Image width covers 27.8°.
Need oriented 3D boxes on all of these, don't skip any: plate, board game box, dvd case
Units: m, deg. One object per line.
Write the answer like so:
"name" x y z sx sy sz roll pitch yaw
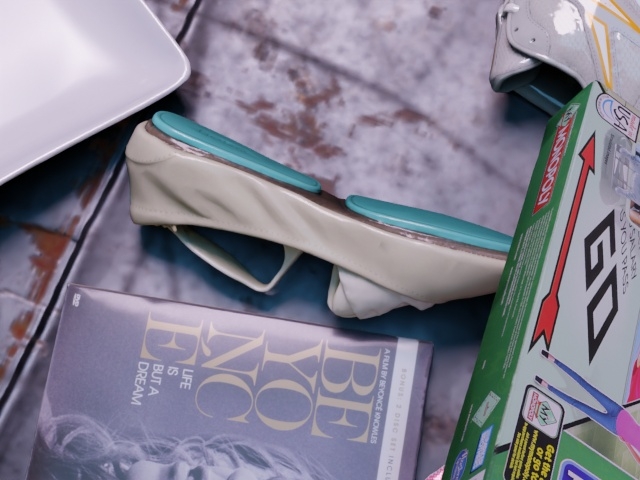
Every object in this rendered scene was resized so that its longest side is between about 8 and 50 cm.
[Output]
"plate" -0.265 -0.131 0.778 0.278 0.045 0.277 -33 79 -18
"board game box" 0.176 0.084 0.629 0.213 0.046 0.317 34 45 -10
"dvd case" -0.055 0.122 0.746 0.221 0.018 0.164 9 76 2

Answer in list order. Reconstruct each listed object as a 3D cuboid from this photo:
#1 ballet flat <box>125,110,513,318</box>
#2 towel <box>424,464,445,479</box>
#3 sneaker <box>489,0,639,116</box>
"ballet flat" 0.000 0.000 0.753 0.248 0.086 0.086 20 77 7
"towel" 0.164 0.162 0.695 0.144 0.029 0.197 -36 56 -8
"sneaker" 0.140 -0.152 0.774 0.121 0.099 0.262 -26 76 -1
